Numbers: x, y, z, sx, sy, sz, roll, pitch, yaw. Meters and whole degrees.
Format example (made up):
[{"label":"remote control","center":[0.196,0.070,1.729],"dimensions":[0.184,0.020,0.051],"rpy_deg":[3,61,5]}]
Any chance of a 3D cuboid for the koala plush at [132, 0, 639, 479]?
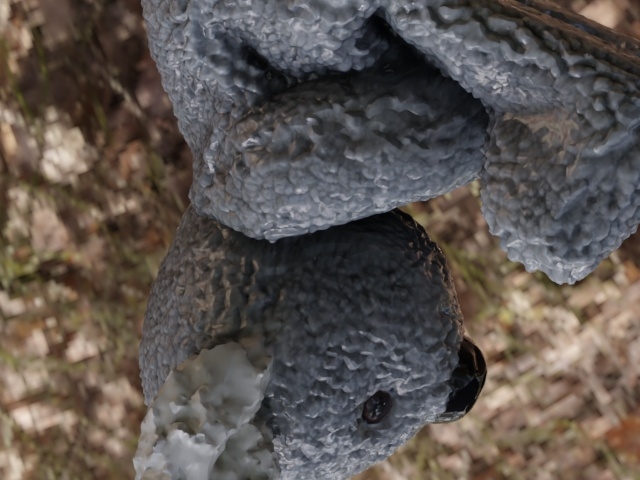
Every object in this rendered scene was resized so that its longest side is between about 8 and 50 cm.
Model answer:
[{"label":"koala plush","center":[0.000,0.000,0.694],"dimensions":[0.203,0.196,0.221],"rpy_deg":[23,102,1]}]
